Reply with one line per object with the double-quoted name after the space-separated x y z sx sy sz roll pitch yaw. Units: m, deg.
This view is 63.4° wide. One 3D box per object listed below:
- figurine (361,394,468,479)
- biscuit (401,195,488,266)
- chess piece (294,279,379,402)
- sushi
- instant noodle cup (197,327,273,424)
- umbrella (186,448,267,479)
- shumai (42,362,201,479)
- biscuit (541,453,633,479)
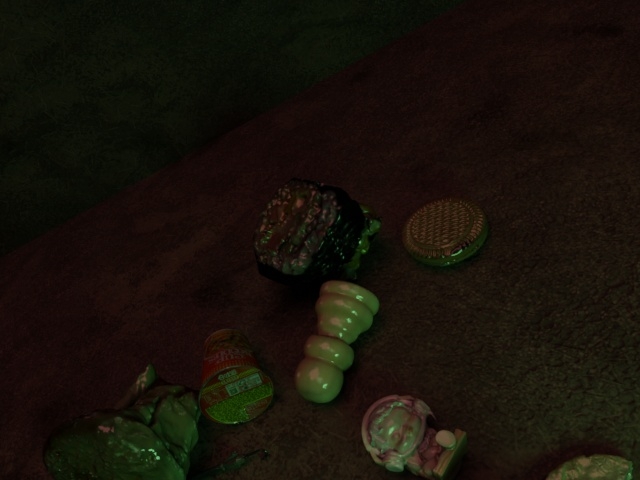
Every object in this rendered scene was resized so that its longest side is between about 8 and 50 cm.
0.182 0.406 1.077 0.237 0.141 0.162 20 57 43 "figurine"
0.350 -0.030 1.465 0.259 0.079 0.259 -17 42 16 "biscuit"
0.032 0.266 1.323 0.167 0.167 0.299 2 57 33 "chess piece"
0.000 0.000 1.524 0.328 0.285 0.328 16 80 47 "sushi"
-0.238 0.347 1.384 0.193 0.193 0.212 -32 30 -1 "instant noodle cup"
-0.254 0.554 1.275 0.269 0.044 0.044 -22 10 9 "umbrella"
-0.446 0.474 1.281 0.397 0.324 0.323 -39 11 35 "shumai"
0.451 0.479 0.922 0.133 0.032 0.250 14 58 40 "biscuit"
